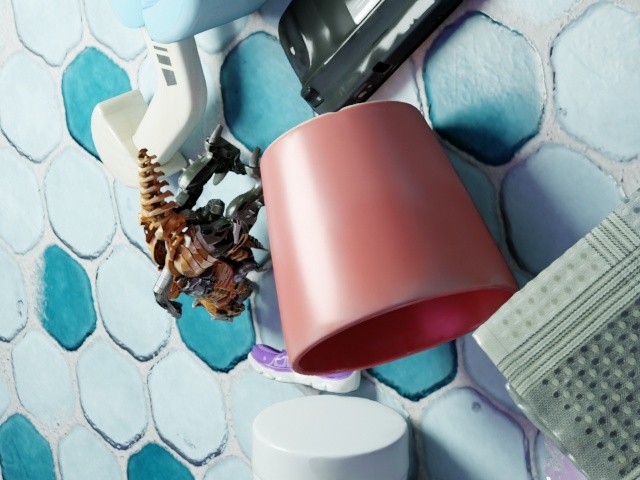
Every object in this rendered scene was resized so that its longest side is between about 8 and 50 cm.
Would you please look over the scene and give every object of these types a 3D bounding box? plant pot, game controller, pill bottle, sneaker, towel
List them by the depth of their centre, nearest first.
[{"bbox_3d":[0.345,0.097,1.433,0.324,0.056,0.312,-41,57,4],"label":"towel"},{"bbox_3d":[0.057,-0.006,1.688,0.275,0.275,0.243,-35,67,44],"label":"plant pot"},{"bbox_3d":[0.061,-0.280,1.746,0.319,0.067,0.166,-43,56,42],"label":"game controller"},{"bbox_3d":[0.009,0.405,1.856,0.224,0.224,0.392,15,111,41],"label":"pill bottle"},{"bbox_3d":[-0.016,0.150,1.939,0.170,0.068,0.071,7,91,35],"label":"sneaker"}]

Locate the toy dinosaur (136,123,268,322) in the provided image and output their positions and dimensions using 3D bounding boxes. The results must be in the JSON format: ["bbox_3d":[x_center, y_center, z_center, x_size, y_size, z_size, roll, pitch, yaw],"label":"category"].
[{"bbox_3d":[-0.139,-0.013,1.882,0.164,0.218,0.322,38,169,14],"label":"toy dinosaur"}]

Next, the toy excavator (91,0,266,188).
[{"bbox_3d":[-0.188,-0.296,1.892,0.433,0.222,0.445,-6,105,47],"label":"toy excavator"}]

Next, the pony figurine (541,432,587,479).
[{"bbox_3d":[0.244,0.364,1.574,0.351,0.363,0.303,54,142,41],"label":"pony figurine"}]
